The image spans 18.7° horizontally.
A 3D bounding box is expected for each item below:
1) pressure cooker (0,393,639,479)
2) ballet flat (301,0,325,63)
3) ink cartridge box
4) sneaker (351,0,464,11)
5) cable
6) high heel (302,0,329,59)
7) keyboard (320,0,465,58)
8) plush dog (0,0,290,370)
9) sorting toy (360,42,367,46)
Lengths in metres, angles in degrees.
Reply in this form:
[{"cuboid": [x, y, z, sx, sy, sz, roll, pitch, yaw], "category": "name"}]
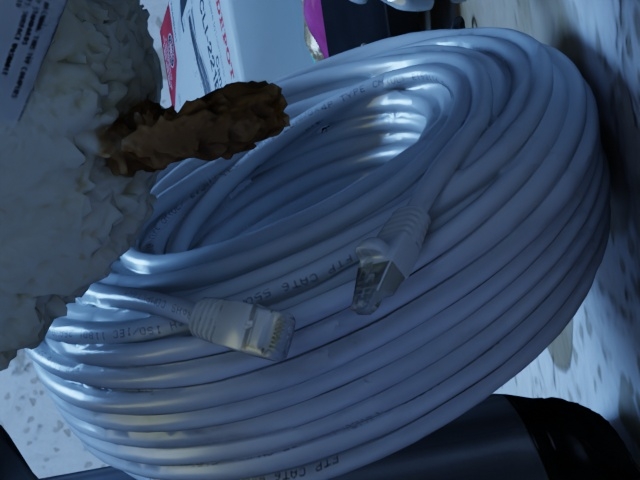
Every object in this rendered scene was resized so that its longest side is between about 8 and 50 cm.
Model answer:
[{"cuboid": [-0.049, 0.266, 0.842, 0.370, 0.420, 0.375, -117, 17, -76], "category": "pressure cooker"}, {"cuboid": [0.012, -0.221, 1.448, 0.067, 0.073, 0.206, -44, 54, 51], "category": "ballet flat"}, {"cuboid": [-0.051, -0.159, 1.637, 0.273, 0.114, 0.197, 121, 142, -64], "category": "ink cartridge box"}, {"cuboid": [-0.053, -0.177, 0.924, 0.118, 0.292, 0.110, -80, 4, -75], "category": "sneaker"}, {"cuboid": [0.000, 0.000, 0.808, 0.257, 0.257, 0.089, -3, 121, 47], "category": "cable"}, {"cuboid": [0.047, -0.103, 1.259, 0.117, 0.082, 0.244, 38, 133, 34], "category": "high heel"}, {"cuboid": [0.055, -0.059, 1.163, 0.201, 0.033, 0.317, -132, 28, -57], "category": "keyboard"}, {"cuboid": [-0.130, -0.081, 0.722, 0.225, 0.210, 0.262, -105, -3, -49], "category": "plush dog"}, {"cuboid": [0.034, -0.087, 1.124, 0.083, 0.012, 0.062, 60, 165, 30], "category": "sorting toy"}]
